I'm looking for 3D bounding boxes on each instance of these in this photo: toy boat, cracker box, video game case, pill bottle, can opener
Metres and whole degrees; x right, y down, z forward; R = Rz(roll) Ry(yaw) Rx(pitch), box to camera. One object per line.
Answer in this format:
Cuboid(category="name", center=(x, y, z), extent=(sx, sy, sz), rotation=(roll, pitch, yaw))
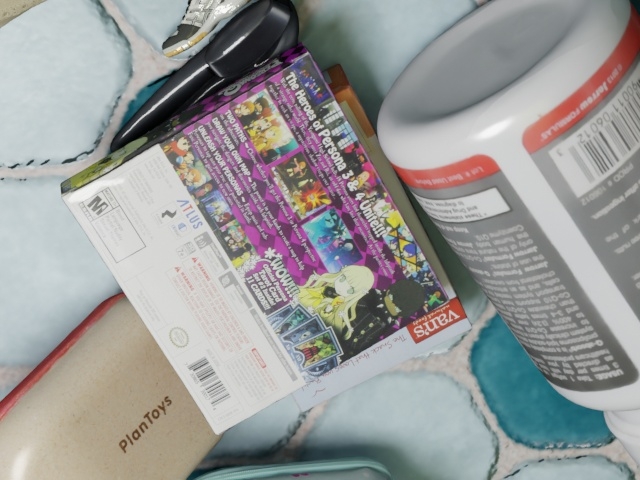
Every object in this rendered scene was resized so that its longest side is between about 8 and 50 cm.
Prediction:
Cuboid(category="toy boat", center=(-0.191, 0.147, 1.415), extent=(0.231, 0.151, 0.151), rotation=(-47, 118, -34))
Cuboid(category="cracker box", center=(0.000, 0.000, 1.415), extent=(0.155, 0.067, 0.232), rotation=(-26, 112, 4))
Cuboid(category="video game case", center=(-0.046, 0.002, 1.346), extent=(0.210, 0.042, 0.232), rotation=(-31, 112, 2))
Cuboid(category="pill bottle", center=(0.220, -0.003, 1.366), extent=(0.210, 0.210, 0.363), rotation=(-34, 113, 7))
Cuboid(category="can opener", center=(-0.089, -0.120, 1.364), extent=(0.186, 0.059, 0.073), rotation=(-39, 139, 19))

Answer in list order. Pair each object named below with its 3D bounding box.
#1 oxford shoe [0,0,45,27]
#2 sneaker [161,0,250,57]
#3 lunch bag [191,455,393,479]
Cuboid(category="oxford shoe", center=(-0.301, -0.172, 1.294), extent=(0.397, 0.140, 0.146), rotation=(-19, 144, -5))
Cuboid(category="sneaker", center=(-0.091, -0.173, 1.356), extent=(0.083, 0.032, 0.037), rotation=(-39, 98, 4))
Cuboid(category="lunch bag", center=(-0.035, 0.310, 1.485), extent=(0.224, 0.108, 0.279), rotation=(-5, 127, -28))
